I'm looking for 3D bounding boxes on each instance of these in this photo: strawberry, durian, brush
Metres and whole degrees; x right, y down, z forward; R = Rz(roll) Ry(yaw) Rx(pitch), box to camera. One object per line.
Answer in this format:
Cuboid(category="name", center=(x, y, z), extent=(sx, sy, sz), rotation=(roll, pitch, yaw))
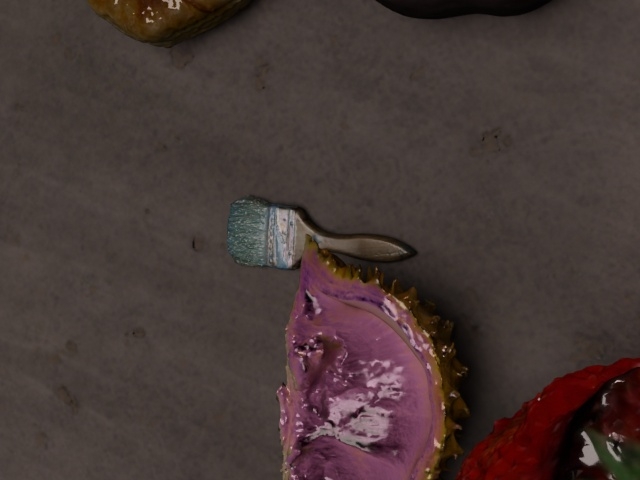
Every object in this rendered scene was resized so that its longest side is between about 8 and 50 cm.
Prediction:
Cuboid(category="strawberry", center=(0.248, 0.248, 1.378), extent=(0.291, 0.310, 0.292), rotation=(0, 84, -3))
Cuboid(category="durian", center=(0.058, 0.171, 1.520), extent=(0.191, 0.112, 0.341), rotation=(11, 106, 27))
Cuboid(category="brush", center=(0.000, 0.000, 1.578), extent=(0.196, 0.021, 0.070), rotation=(7, 98, 22))

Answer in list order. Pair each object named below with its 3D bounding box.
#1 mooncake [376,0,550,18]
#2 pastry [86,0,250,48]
Cuboid(category="mooncake", center=(0.108, -0.331, 1.419), extent=(0.306, 0.154, 0.306), rotation=(2, 95, 23))
Cuboid(category="pastry", center=(-0.143, -0.285, 1.571), extent=(0.192, 0.093, 0.182), rotation=(-25, 88, 24))
